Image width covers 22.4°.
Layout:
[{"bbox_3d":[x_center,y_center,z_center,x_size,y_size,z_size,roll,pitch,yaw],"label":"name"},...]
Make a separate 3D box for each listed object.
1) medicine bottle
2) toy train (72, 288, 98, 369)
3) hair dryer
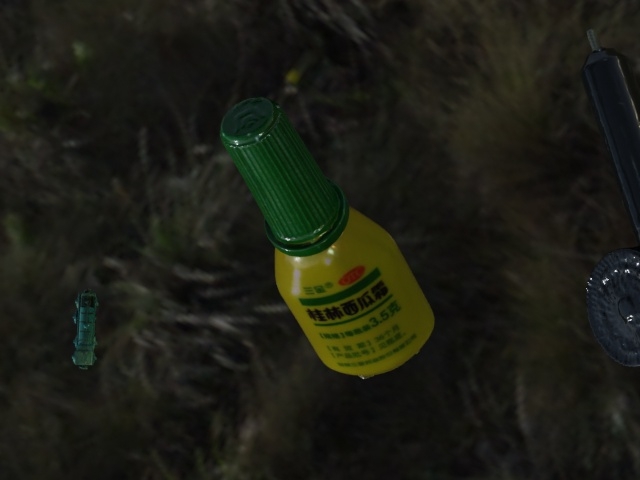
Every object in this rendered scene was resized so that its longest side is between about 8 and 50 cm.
[{"bbox_3d":[0.000,0.000,1.367,0.111,0.309,0.076,-24,41,8],"label":"medicine bottle"},{"bbox_3d":[-0.267,0.100,1.833,0.045,0.029,0.092,151,122,-81],"label":"toy train"},{"bbox_3d":[0.205,-0.032,0.986,0.071,0.124,0.219,-37,66,50],"label":"hair dryer"}]
